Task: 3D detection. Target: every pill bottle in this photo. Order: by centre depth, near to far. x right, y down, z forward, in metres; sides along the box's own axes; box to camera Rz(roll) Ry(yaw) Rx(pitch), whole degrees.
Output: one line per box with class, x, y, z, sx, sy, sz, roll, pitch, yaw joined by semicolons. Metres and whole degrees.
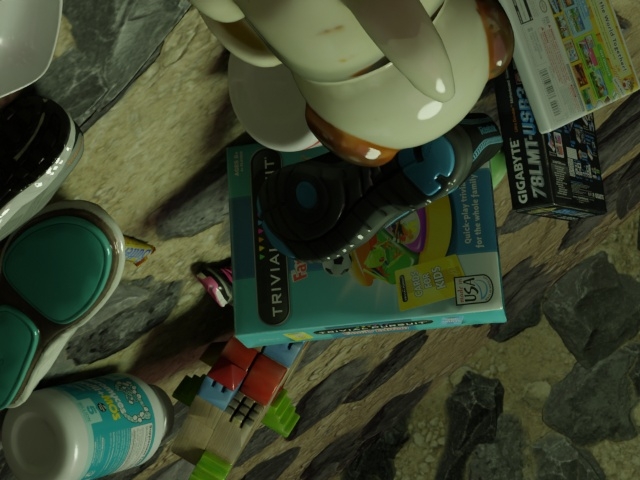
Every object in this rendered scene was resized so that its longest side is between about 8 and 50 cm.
pill bottle;0.037;-0.202;1.772;0.283;0.161;0.161;-16;150;-50
pill bottle;-0.332;0.276;2.187;0.146;0.146;0.264;-49;159;25

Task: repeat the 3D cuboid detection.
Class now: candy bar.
candy bar;-0.261;0.008;1.913;0.040;0.018;0.161;-42;160;9

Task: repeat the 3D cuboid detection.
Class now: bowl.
bowl;-0.309;-0.185;1.339;0.142;0.053;0.142;-27;157;-32

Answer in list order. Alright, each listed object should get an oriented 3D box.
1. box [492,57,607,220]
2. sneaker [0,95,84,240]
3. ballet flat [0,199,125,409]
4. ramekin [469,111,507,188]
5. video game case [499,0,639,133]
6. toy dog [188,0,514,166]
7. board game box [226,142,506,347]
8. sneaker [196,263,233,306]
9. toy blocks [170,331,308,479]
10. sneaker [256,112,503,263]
box;0.340;-0.183;2.200;0.073;0.293;0.295;-11;174;25
sneaker;-0.349;-0.032;1.543;0.271;0.100;0.108;-41;166;3
ballet flat;-0.322;0.057;1.783;0.139;0.139;0.400;-20;157;-44
ramekin;0.124;-0.086;2.181;0.303;0.148;0.303;-37;166;-11
video game case;0.345;-0.288;2.084;0.206;0.227;0.026;-25;-172;-35
toy dog;0.044;-0.242;1.377;0.284;0.395;0.408;-48;153;-3
board game box;0.055;-0.009;1.876;0.336;0.254;0.079;-7;163;9
sneaker;-0.129;0.056;2.199;0.075;0.063;0.170;-41;166;6
toy blocks;-0.093;0.182;2.285;0.381;0.190;0.261;-55;174;-48
sneaker;0.067;-0.063;1.751;0.340;0.125;0.139;-18;-177;42
